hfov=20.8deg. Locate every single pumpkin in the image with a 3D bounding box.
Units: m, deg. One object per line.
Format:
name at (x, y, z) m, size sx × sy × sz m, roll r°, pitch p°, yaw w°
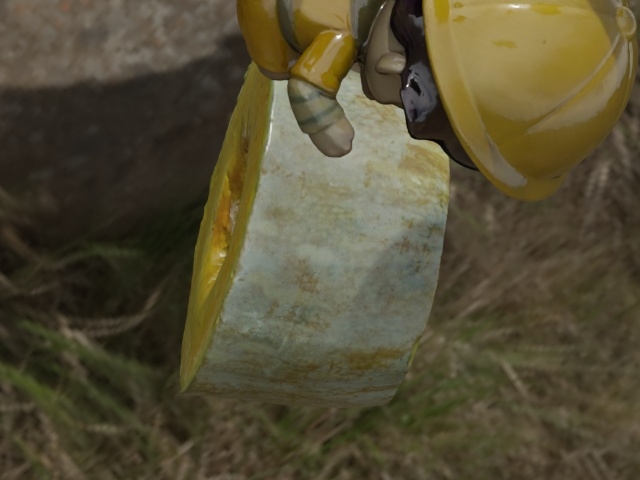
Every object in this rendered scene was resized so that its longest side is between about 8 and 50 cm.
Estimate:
pumpkin at (0.000, 0.000, 1.538) m, size 0.199 × 0.332 × 0.332 m, roll 13°, pitch 53°, yaw -13°

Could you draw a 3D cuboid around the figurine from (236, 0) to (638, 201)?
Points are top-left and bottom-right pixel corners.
figurine at (0.072, -0.131, 1.097) m, size 0.257 × 0.167 × 0.192 m, roll 16°, pitch 50°, yaw 17°
